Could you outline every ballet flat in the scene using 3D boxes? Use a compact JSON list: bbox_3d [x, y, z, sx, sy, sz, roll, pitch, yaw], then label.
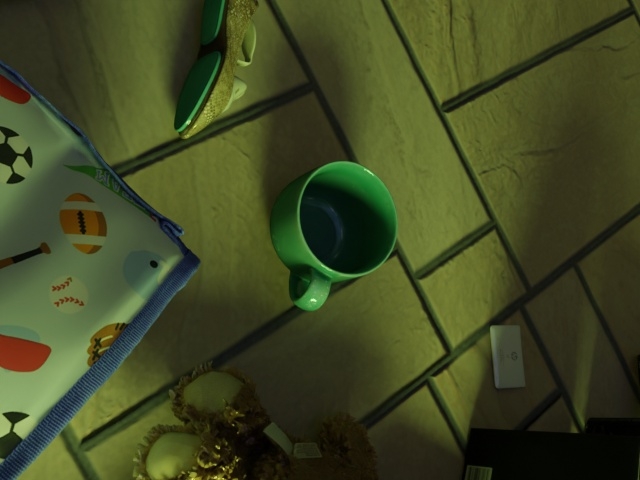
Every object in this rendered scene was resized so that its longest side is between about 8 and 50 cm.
[{"bbox_3d":[-0.107,-0.200,0.848,0.067,0.073,0.206,25,71,-39],"label":"ballet flat"}]

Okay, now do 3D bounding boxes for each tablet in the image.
[{"bbox_3d":[0.251,0.155,1.013,0.054,0.006,0.083,3,79,-30],"label":"tablet"}]

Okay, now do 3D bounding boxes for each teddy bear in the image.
[{"bbox_3d":[-0.028,0.262,0.750,0.338,0.113,0.245,27,30,-19],"label":"teddy bear"}]

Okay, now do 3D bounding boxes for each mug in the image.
[{"bbox_3d":[-0.001,-0.010,0.849,0.157,0.097,0.129,-34,98,-30],"label":"mug"}]

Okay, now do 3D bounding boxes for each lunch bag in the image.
[{"bbox_3d":[-0.326,0.044,0.575,0.328,0.239,0.385,45,69,-13],"label":"lunch bag"}]

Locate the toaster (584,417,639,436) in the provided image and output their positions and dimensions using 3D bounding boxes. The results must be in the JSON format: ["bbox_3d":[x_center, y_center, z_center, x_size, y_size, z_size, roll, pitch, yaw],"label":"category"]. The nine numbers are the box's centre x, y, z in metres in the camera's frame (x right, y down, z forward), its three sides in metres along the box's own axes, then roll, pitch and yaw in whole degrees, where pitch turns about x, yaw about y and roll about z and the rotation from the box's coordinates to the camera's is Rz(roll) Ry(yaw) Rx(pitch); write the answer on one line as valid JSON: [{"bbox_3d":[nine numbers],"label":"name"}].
[{"bbox_3d":[0.434,0.318,0.981,0.110,0.185,0.168,21,69,-20],"label":"toaster"}]

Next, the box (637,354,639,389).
[{"bbox_3d":[0.592,0.259,1.112,0.231,0.056,0.183,3,77,-6],"label":"box"}]

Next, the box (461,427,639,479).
[{"bbox_3d":[0.318,0.288,0.874,0.184,0.261,0.103,25,69,-24],"label":"box"}]
